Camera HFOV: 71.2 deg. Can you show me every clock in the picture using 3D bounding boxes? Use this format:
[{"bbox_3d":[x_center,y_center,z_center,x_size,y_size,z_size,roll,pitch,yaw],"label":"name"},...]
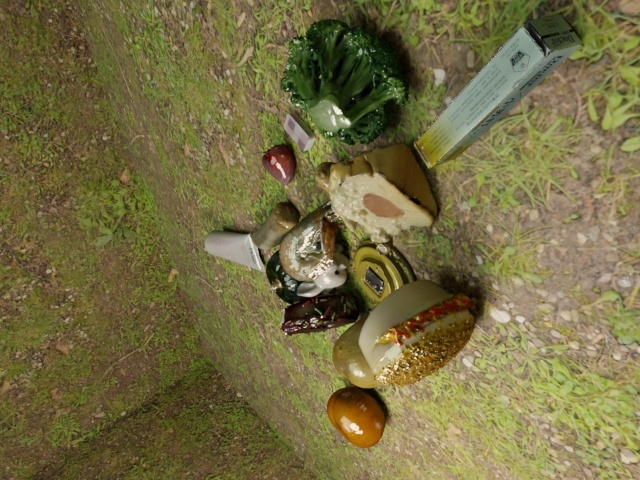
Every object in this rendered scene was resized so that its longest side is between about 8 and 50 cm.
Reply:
[{"bbox_3d":[0.168,0.108,1.265,0.237,0.057,0.237,38,144,34],"label":"clock"}]

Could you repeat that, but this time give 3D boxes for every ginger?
[{"bbox_3d":[0.092,-0.091,1.141,0.086,0.131,0.294,-41,79,23],"label":"ginger"}]

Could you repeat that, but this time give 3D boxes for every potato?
[{"bbox_3d":[0.146,0.342,1.352,0.285,0.243,0.242,3,118,59],"label":"potato"}]

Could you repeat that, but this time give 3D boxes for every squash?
[{"bbox_3d":[-0.093,0.121,1.551,0.218,0.173,0.218,0,90,52],"label":"squash"}]

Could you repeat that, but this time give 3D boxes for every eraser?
[{"bbox_3d":[-0.060,-0.310,1.273,0.105,0.026,0.065,52,146,14],"label":"eraser"}]

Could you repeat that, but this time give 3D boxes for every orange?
[{"bbox_3d":[0.137,0.653,1.672,0.240,0.171,0.240,38,157,20],"label":"orange"}]

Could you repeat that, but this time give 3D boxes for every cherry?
[{"bbox_3d":[-0.128,-0.240,1.377,0.106,0.087,0.126,14,146,43],"label":"cherry"}]

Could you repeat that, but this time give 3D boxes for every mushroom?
[{"bbox_3d":[-0.174,-0.040,1.622,0.351,0.095,0.122,-27,73,59],"label":"mushroom"}]

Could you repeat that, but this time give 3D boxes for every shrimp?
[{"bbox_3d":[0.000,0.000,1.274,0.317,0.077,0.168,-39,79,30],"label":"shrimp"}]

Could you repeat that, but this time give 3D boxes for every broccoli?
[{"bbox_3d":[0.040,-0.317,0.933,0.262,0.241,0.269,-24,125,41],"label":"broccoli"}]

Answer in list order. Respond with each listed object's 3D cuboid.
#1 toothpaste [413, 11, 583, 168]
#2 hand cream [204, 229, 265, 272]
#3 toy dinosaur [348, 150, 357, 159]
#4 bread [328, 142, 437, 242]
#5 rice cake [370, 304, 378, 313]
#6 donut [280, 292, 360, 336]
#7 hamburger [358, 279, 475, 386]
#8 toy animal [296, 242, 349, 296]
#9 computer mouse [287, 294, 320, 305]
[{"bbox_3d":[0.280,-0.239,0.763,0.071,0.089,0.313,61,151,12],"label":"toothpaste"},{"bbox_3d":[-0.378,0.029,1.986,0.359,0.118,0.185,11,123,43],"label":"hand cream"},{"bbox_3d":[0.102,-0.188,1.129,0.083,0.031,0.047,51,151,14],"label":"toy dinosaur"},{"bbox_3d":[0.118,-0.098,0.985,0.184,0.211,0.224,-21,91,39],"label":"bread"},{"bbox_3d":[0.234,0.235,1.255,0.211,0.034,0.043,23,172,33],"label":"rice cake"},{"bbox_3d":[-0.005,0.242,1.459,0.270,0.270,0.103,136,126,-59],"label":"donut"},{"bbox_3d":[0.231,0.231,1.064,0.179,0.276,0.294,53,156,33],"label":"hamburger"},{"bbox_3d":[-0.009,0.068,1.391,0.179,0.127,0.193,-32,77,31],"label":"toy animal"},{"bbox_3d":[-0.051,0.240,1.682,0.236,0.082,0.145,39,144,28],"label":"computer mouse"}]
